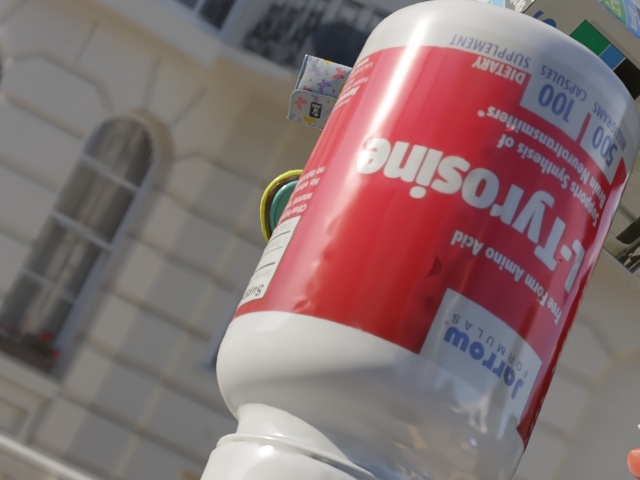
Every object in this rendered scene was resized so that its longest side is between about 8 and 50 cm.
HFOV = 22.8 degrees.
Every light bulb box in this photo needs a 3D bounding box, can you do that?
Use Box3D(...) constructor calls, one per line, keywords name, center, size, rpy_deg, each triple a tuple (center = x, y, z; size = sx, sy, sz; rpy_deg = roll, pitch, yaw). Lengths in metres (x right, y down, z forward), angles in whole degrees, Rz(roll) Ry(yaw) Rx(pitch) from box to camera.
Box3D(name="light bulb box", center=(0.340, -0.173, 1.924), size=(0.361, 0.225, 0.358), rpy_deg=(40, 21, -11))

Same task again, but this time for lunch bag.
Box3D(name="lunch bag", center=(0.004, -0.179, 1.974), size=(0.071, 0.083, 0.053), rpy_deg=(18, -7, 11))

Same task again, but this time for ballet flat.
Box3D(name="ballet flat", center=(0.000, 0.000, 1.428), size=(0.231, 0.077, 0.077), rpy_deg=(49, 3, -45))

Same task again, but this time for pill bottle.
Box3D(name="pill bottle", center=(0.066, 0.047, 1.153), size=(0.229, 0.408, 0.229), rpy_deg=(21, -23, 9))

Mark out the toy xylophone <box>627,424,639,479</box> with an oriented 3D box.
Box3D(name="toy xylophone", center=(0.499, 0.359, 1.944), size=(0.081, 0.323, 0.236), rpy_deg=(-10, -10, -29))
